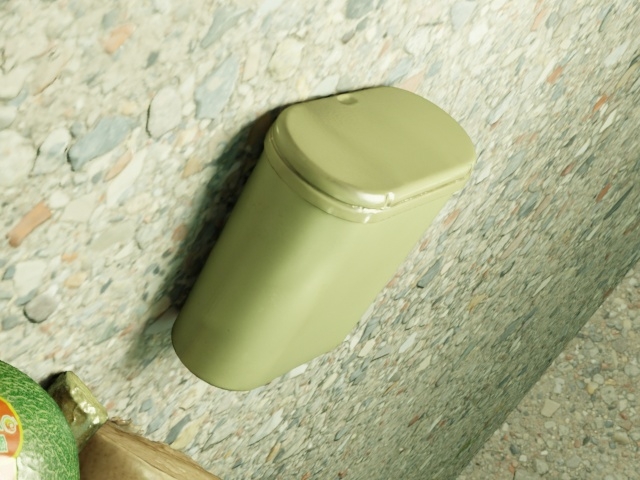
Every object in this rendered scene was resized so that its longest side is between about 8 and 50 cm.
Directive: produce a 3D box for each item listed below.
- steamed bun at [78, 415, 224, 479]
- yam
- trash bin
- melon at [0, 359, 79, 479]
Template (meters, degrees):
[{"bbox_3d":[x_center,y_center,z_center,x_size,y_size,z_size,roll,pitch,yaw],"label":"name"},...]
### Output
[{"bbox_3d":[-0.154,0.311,1.139,0.301,0.199,0.251,63,48,-72],"label":"steamed bun"},{"bbox_3d":[-0.283,0.222,0.999,0.274,0.061,0.061,-46,160,-5],"label":"yam"},{"bbox_3d":[0.000,0.000,1.094,0.243,0.121,0.247,-20,148,-54],"label":"trash bin"},{"bbox_3d":[-0.254,0.149,0.740,0.182,0.182,0.287,-55,158,16],"label":"melon"}]
